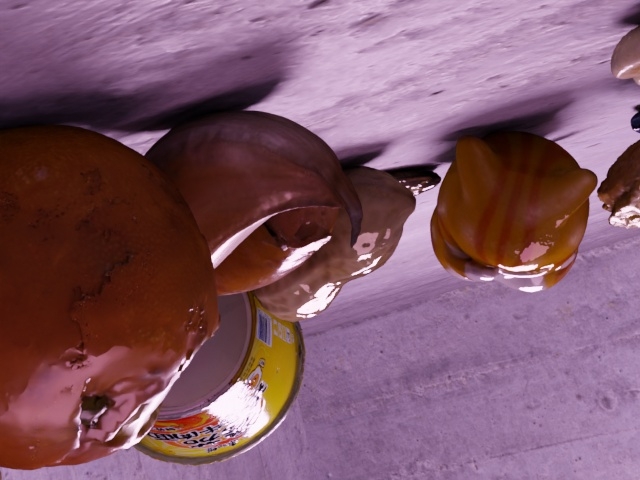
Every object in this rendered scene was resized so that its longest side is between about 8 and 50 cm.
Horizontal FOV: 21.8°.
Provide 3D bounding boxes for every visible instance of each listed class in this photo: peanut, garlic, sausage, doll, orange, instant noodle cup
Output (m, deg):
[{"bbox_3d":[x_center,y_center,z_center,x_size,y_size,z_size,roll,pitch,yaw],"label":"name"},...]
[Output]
[{"bbox_3d":[0.000,0.000,1.696,0.124,0.123,0.257,-10,162,-33],"label":"peanut"},{"bbox_3d":[-0.067,-0.046,1.232,0.207,0.128,0.115,-23,126,38],"label":"garlic"},{"bbox_3d":[-0.076,-0.005,1.594,0.109,0.108,0.270,-10,175,-30],"label":"sausage"},{"bbox_3d":[0.200,-0.028,1.726,0.167,0.162,0.269,7,180,3],"label":"doll"},{"bbox_3d":[-0.189,0.039,1.128,0.240,0.240,0.240,-14,174,-2],"label":"orange"},{"bbox_3d":[-0.158,0.115,1.851,0.264,0.264,0.200,-14,166,3],"label":"instant noodle cup"}]

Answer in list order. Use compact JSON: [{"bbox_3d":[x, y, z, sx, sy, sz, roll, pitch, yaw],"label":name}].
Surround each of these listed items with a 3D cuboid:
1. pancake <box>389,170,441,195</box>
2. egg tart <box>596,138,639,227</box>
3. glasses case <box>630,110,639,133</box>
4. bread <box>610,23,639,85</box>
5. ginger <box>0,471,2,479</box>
[{"bbox_3d":[0.043,-0.049,1.826,0.184,0.020,0.190,-14,173,2],"label":"pancake"},{"bbox_3d":[0.410,-0.084,1.609,0.294,0.123,0.294,-29,170,-5],"label":"egg tart"},{"bbox_3d":[0.352,-0.128,1.767,0.034,0.023,0.083,-22,173,19],"label":"glasses case"},{"bbox_3d":[0.320,-0.166,1.300,0.182,0.039,0.251,-16,173,26],"label":"bread"},{"bbox_3d":[-0.431,0.059,1.204,0.363,0.122,0.348,24,-177,-36],"label":"ginger"}]
